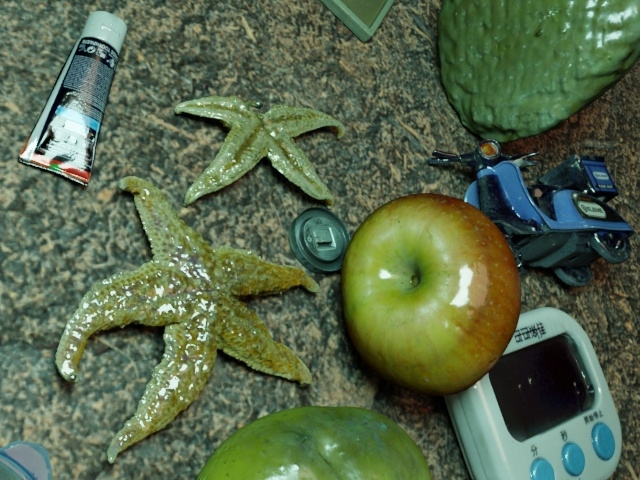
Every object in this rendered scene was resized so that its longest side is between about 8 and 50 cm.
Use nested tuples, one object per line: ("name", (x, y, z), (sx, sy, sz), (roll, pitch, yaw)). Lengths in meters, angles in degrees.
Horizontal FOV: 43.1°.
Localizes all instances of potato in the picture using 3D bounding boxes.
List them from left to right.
("potato", (-0.007, 0.244, 0.784), (0.248, 0.143, 0.169), (-5, 35, -34))

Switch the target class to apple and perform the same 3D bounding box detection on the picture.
("apple", (0.129, 0.064, 0.931), (0.173, 0.210, 0.234), (35, 57, -49))

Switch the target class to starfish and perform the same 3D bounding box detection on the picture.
("starfish", (-0.116, 0.076, 0.832), (0.303, 0.060, 0.299), (11, 61, -34))
("starfish", (-0.056, -0.107, 0.969), (0.248, 0.050, 0.138), (-1, 72, -34))

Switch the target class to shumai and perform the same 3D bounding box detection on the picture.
("shumai", (0.358, -0.320, 1.198), (0.289, 0.330, 0.291), (-20, 92, -43))

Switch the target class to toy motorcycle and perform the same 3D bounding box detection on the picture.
("toy motorcycle", (0.310, -0.042, 1.172), (0.359, 0.125, 0.212), (1, 61, -39))

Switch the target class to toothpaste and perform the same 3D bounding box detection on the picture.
("toothpaste", (-0.253, -0.153, 0.849), (0.071, 0.045, 0.193), (19, 65, -20))

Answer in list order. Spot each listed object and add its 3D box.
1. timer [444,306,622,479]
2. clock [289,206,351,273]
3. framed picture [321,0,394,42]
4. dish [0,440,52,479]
("timer", (0.272, 0.215, 1.038), (0.262, 0.087, 0.237), (-10, 76, -40))
("clock", (0.000, 0.000, 0.980), (0.085, 0.017, 0.085), (16, 60, -31))
("framed picture", (-0.004, -0.467, 1.194), (0.324, 0.020, 0.240), (39, 51, -15))
("dish", (-0.308, 0.242, 0.591), (0.236, 0.086, 0.227), (-20, 81, -40))
